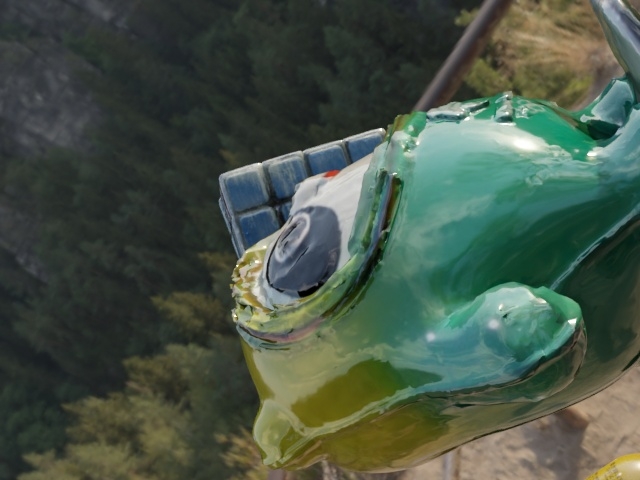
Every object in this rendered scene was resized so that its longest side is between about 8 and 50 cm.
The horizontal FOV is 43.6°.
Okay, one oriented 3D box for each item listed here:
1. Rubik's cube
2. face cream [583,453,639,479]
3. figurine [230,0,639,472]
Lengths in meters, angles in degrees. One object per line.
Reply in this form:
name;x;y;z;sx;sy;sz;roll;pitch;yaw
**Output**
Rubik's cube;-0.001;0.000;1.230;0.256;0.259;0.253;-18;-1;-7
face cream;0.370;0.397;1.113;0.348;0.105;0.105;-41;32;18
figurine;0.097;0.020;0.518;0.340;0.231;0.324;-37;11;25
